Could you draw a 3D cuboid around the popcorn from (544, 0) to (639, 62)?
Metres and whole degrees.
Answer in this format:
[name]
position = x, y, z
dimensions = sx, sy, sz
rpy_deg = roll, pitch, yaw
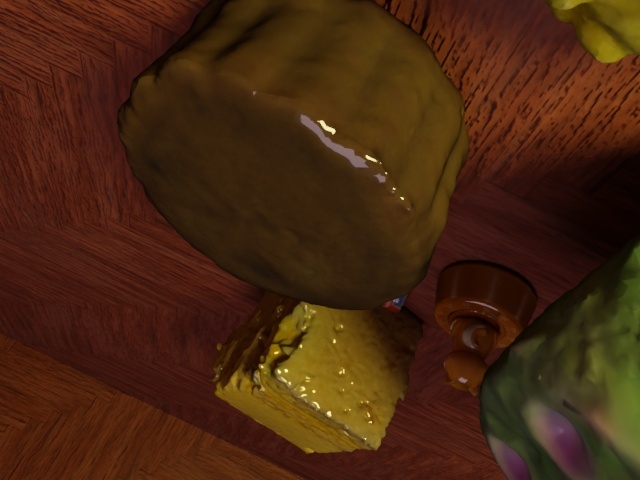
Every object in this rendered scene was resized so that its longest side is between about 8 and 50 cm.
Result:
[popcorn]
position = 0.217, -0.199, 0.301
dimensions = 0.266, 0.192, 0.233
rpy_deg = 51, 164, 4

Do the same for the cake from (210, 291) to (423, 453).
[cake]
position = -0.023, 0.194, 0.985
dimensions = 0.227, 0.222, 0.286
rpy_deg = 38, 146, -15

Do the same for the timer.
[timer]
position = 0.197, 0.125, 0.789
dimensions = 0.132, 0.152, 0.132
rpy_deg = 18, 148, 12

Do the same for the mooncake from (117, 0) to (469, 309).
[mooncake]
position = -0.019, -0.087, 0.603
dimensions = 0.324, 0.187, 0.323
rpy_deg = 20, 147, 13

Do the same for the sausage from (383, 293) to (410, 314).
[sausage]
position = 0.000, 0.000, 0.822
dimensions = 0.274, 0.074, 0.074
rpy_deg = 30, 148, -6

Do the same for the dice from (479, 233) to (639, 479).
[dice]
position = 0.337, 0.145, 0.465
dimensions = 0.322, 0.331, 0.318
rpy_deg = 55, 161, 24
